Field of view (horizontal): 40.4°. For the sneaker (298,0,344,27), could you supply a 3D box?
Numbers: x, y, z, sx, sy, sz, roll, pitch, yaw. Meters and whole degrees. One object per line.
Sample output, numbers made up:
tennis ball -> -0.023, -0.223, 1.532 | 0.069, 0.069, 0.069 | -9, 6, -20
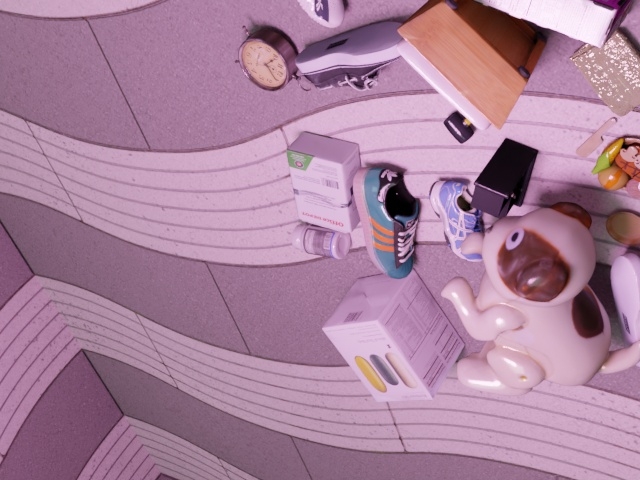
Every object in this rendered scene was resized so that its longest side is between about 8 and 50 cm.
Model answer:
sneaker -> 0.021, -0.515, 1.628 | 0.153, 0.094, 0.234 | 6, 122, 48

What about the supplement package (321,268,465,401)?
supplement package -> 0.186, 0.242, 2.186 | 0.199, 0.198, 0.262 | -14, 119, 47

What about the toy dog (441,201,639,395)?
toy dog -> 0.430, 0.116, 1.722 | 0.395, 0.284, 0.407 | 23, 146, 34

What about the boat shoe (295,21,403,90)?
boat shoe -> 0.076, -0.352, 1.740 | 0.306, 0.113, 0.105 | -4, 132, 46

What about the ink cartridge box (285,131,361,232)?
ink cartridge box -> 0.016, -0.134, 2.034 | 0.153, 0.087, 0.208 | 17, 137, 26

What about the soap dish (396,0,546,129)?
soap dish -> 0.266, -0.331, 1.474 | 0.229, 0.291, 0.118 | 43, 125, -4

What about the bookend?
bookend -> 0.356, -0.092, 1.731 | 0.072, 0.157, 0.156 | 25, 140, 19

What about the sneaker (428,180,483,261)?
sneaker -> 0.312, -0.038, 1.889 | 0.081, 0.080, 0.211 | -5, 126, 47

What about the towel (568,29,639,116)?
towel -> 0.513, -0.291, 1.501 | 0.148, 0.027, 0.110 | 47, 142, -8

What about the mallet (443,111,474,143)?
mallet -> 0.313, -0.262, 1.699 | 0.062, 0.039, 0.189 | 43, 138, -1

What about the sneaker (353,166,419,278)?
sneaker -> 0.171, -0.030, 1.993 | 0.121, 0.108, 0.302 | 8, 132, 40

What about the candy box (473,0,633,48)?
candy box -> 0.371, -0.400, 1.392 | 0.233, 0.159, 0.071 | 27, 130, 17

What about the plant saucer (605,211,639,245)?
plant saucer -> 0.603, -0.026, 1.706 | 0.083, 0.015, 0.083 | 24, 141, 21

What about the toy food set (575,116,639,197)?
toy food set -> 0.573, -0.130, 1.605 | 0.192, 0.038, 0.132 | 37, 143, 3

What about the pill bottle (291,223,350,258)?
pill bottle -> 0.000, 0.000, 2.195 | 0.137, 0.078, 0.078 | 10, 134, 34

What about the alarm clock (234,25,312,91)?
alarm clock -> -0.095, -0.383, 1.891 | 0.192, 0.064, 0.129 | 36, 143, 9

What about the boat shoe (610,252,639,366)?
boat shoe -> 0.662, 0.132, 1.753 | 0.108, 0.102, 0.301 | -114, 1, -55
